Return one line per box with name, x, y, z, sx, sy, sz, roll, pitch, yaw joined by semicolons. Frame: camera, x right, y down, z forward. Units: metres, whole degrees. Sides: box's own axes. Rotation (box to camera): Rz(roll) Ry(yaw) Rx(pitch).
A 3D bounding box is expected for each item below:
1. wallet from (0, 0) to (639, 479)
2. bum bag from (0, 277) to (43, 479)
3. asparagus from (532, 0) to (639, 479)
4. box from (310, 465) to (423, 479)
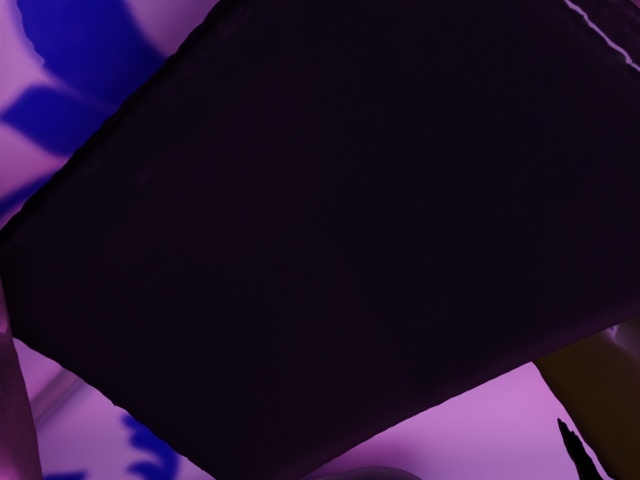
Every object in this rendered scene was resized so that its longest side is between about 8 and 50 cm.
wallet;0.000;0.000;0.426;0.124;0.025;0.244;40;140;-12
bum bag;-0.128;0.067;0.428;0.142;0.079;0.326;-17;99;-11
asparagus;0.064;-0.058;0.430;0.128;0.108;0.382;-32;120;5
box;-0.011;0.197;0.519;0.162;0.227;0.130;-15;138;0
